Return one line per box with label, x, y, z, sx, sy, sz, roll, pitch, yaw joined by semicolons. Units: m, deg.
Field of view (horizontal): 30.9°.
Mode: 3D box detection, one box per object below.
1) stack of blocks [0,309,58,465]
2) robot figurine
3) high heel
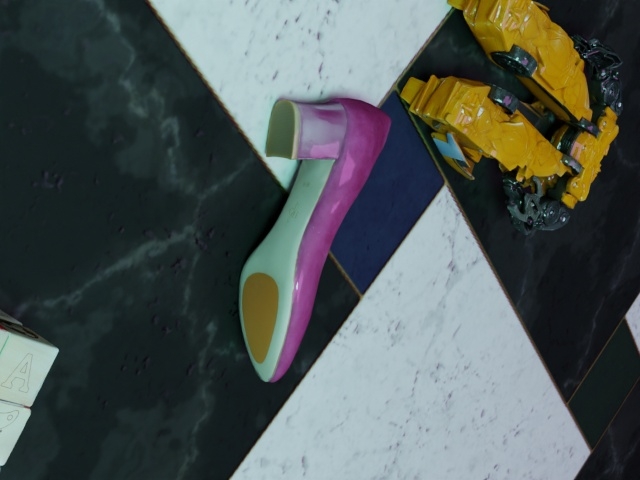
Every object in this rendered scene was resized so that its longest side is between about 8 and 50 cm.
stack of blocks;-0.310;0.164;0.714;0.171;0.087;0.297;30;86;-51
robot figurine;0.204;-0.130;1.149;0.291;0.085;0.211;31;85;-50
high heel;0.000;0.000;0.989;0.117;0.082;0.244;1;96;-38
